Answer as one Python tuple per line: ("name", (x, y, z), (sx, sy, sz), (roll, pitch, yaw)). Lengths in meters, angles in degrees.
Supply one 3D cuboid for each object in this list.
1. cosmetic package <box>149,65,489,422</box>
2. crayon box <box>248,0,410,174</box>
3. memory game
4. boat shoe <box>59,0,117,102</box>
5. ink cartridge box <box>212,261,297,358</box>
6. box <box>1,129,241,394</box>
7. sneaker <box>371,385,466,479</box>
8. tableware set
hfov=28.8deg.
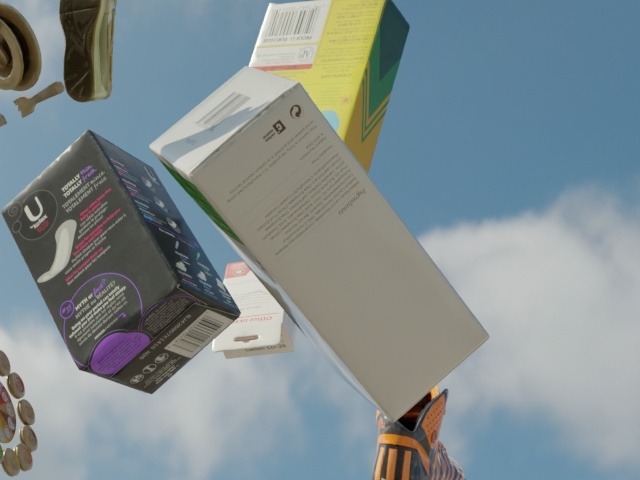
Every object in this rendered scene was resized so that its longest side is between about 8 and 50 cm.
("cosmetic package", (0.000, 0.000, 1.364), (0.365, 0.155, 0.197), (52, -8, -21))
("crayon box", (-0.017, -0.176, 1.692), (0.202, 0.318, 0.081), (3, -26, 33))
("memory game", (-0.408, 0.210, 1.581), (0.012, 0.186, 0.186), (-22, -49, 9))
("boat shoe", (-0.240, -0.223, 1.320), (0.056, 0.048, 0.153), (7, -77, 28))
("ink cartridge box", (-0.097, 0.117, 1.955), (0.115, 0.198, 0.067), (-8, -50, 14))
("box", (-0.247, 0.027, 1.529), (0.165, 0.270, 0.143), (-40, -32, 11))
("sneaker", (0.156, 0.293, 1.828), (0.125, 0.180, 0.321), (6, -2, 14))
("tableware set", (-0.339, -0.165, 1.206), (0.194, 0.039, 0.128), (-19, -78, 44))
